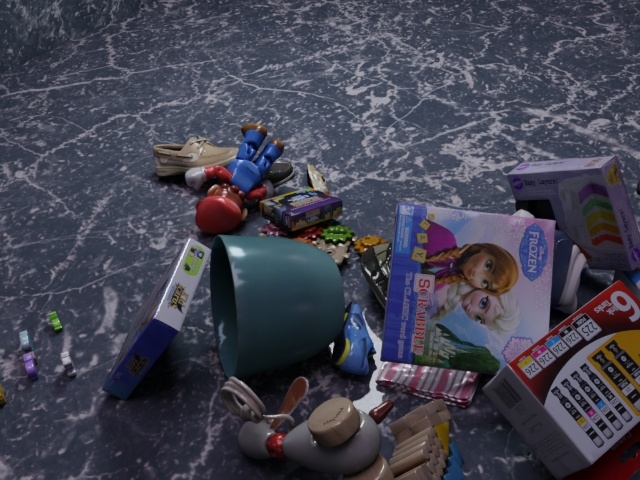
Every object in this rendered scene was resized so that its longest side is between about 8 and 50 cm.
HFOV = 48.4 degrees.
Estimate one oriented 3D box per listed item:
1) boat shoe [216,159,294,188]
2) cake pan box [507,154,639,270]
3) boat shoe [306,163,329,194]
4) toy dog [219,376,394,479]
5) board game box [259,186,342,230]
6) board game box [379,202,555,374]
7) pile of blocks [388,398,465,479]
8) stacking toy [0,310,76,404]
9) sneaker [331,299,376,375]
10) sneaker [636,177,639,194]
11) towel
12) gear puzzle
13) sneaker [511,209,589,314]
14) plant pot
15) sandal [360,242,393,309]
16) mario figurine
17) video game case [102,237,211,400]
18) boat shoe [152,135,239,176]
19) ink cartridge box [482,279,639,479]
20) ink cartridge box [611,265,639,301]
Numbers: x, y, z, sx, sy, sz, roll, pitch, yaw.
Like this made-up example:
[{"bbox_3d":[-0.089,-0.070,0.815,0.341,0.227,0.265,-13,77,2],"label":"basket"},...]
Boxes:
[{"bbox_3d":[-0.185,-0.193,2.040,0.227,0.069,0.081,-15,39,-12],"label":"boat shoe"},{"bbox_3d":[0.554,-0.058,1.566,0.070,0.246,0.266,-30,18,-28],"label":"cake pan box"},{"bbox_3d":[-0.009,-0.166,2.003,0.045,0.050,0.135,-9,48,-9],"label":"boat shoe"},{"bbox_3d":[0.001,0.322,1.239,0.333,0.220,0.161,15,39,37],"label":"toy dog"},{"bbox_3d":[-0.050,-0.085,1.859,0.170,0.048,0.141,-19,28,-35],"label":"board game box"},{"bbox_3d":[0.292,0.100,1.413,0.317,0.066,0.319,6,79,3],"label":"board game box"},{"bbox_3d":[0.165,0.429,1.205,0.112,0.149,0.362,-38,14,30],"label":"pile of blocks"},{"bbox_3d":[-0.643,0.248,1.562,0.166,0.052,0.221,-20,40,-18],"label":"stacking toy"},{"bbox_3d":[0.076,0.210,1.515,0.082,0.069,0.209,27,29,-10],"label":"sneaker"},{"bbox_3d":[0.929,-0.108,1.786,0.267,0.101,0.106,32,80,31],"label":"sneaker"},{"bbox_3d":[0.225,0.258,1.450,0.196,0.029,0.144,11,41,21],"label":"towel"},{"bbox_3d":[0.000,0.000,1.776,0.338,0.044,0.175,6,32,15],"label":"gear puzzle"},{"bbox_3d":[0.430,0.120,1.520,0.236,0.130,0.323,37,89,-3],"label":"sneaker"},{"bbox_3d":[-0.087,0.125,1.467,0.235,0.293,0.293,-5,37,-17],"label":"plant pot"},{"bbox_3d":[0.168,0.118,1.592,0.120,0.086,0.303,-11,46,-9],"label":"sandal"},{"bbox_3d":[-0.241,-0.158,1.925,0.198,0.170,0.321,28,70,10],"label":"mario figurine"},{"bbox_3d":[-0.338,0.162,1.476,0.061,0.269,0.244,31,37,-14],"label":"video game case"},{"bbox_3d":[-0.360,-0.249,2.053,0.302,0.098,0.109,-2,18,30],"label":"boat shoe"},{"bbox_3d":[0.498,0.267,1.248,0.309,0.130,0.272,-30,68,-25],"label":"ink cartridge box"},{"bbox_3d":[0.761,0.100,1.529,0.203,0.086,0.148,-13,38,-7],"label":"ink cartridge box"}]
